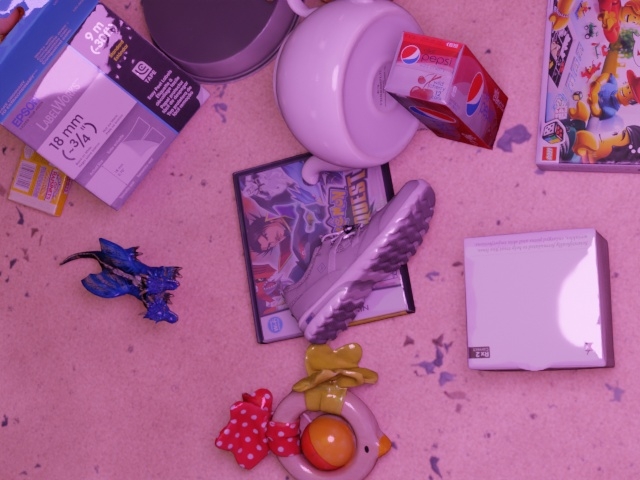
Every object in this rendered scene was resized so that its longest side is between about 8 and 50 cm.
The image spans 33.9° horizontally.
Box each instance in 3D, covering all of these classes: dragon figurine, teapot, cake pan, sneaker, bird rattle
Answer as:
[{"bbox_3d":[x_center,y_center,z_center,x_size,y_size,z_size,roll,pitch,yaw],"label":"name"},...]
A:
[{"bbox_3d":[-0.316,0.050,1.652,0.289,0.144,0.085,24,92,23],"label":"dragon figurine"},{"bbox_3d":[0.021,-0.230,1.474,0.187,0.252,0.256,16,77,38],"label":"teapot"},{"bbox_3d":[-0.167,-0.401,1.703,0.293,0.054,0.293,-3,81,22],"label":"cake pan"},{"bbox_3d":[0.046,0.012,1.496,0.281,0.105,0.115,-48,63,6],"label":"sneaker"},{"bbox_3d":[-0.016,0.274,1.516,0.253,0.143,0.207,-42,86,15],"label":"bird rattle"}]

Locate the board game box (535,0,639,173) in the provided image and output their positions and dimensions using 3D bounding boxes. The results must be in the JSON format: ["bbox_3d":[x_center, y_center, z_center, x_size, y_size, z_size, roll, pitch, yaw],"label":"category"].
[{"bbox_3d":[0.406,-0.247,1.450,0.193,0.053,0.305,3,84,22],"label":"board game box"}]

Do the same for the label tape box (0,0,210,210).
[{"bbox_3d":[-0.376,-0.241,1.616,0.333,0.106,0.241,39,89,-23],"label":"label tape box"}]

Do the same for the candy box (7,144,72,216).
[{"bbox_3d":[-0.460,-0.153,1.802,0.105,0.027,0.206,18,90,21],"label":"candy box"}]

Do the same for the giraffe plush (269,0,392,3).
[{"bbox_3d":[-0.004,-0.419,1.580,0.170,0.210,0.181,0,48,39],"label":"giraffe plush"}]

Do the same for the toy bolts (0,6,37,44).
[{"bbox_3d":[-0.510,-0.337,1.749,0.228,0.158,0.218,-45,35,31],"label":"toy bolts"}]

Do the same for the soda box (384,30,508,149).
[{"bbox_3d":[0.177,-0.197,1.422,0.092,0.263,0.083,17,89,23],"label":"soda box"}]

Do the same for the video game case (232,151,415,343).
[{"bbox_3d":[0.000,0.000,1.591,0.248,0.035,0.275,-14,78,20],"label":"video game case"}]

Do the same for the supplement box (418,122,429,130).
[{"bbox_3d":[0.130,-0.214,1.566,0.062,0.036,0.098,-1,83,22],"label":"supplement box"}]

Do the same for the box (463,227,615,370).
[{"bbox_3d":[0.295,0.084,1.415,0.181,0.119,0.182,-4,81,21],"label":"box"}]
